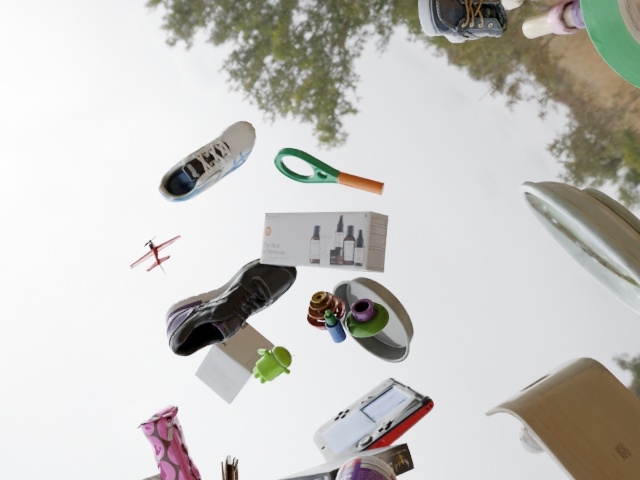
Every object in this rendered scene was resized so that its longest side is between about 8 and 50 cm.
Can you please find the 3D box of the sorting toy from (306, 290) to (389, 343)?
[{"bbox_3d":[0.024,0.080,0.647,0.061,0.102,0.042,-58,-44,-43],"label":"sorting toy"}]

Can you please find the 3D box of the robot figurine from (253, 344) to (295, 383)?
[{"bbox_3d":[-0.123,0.324,1.502,0.101,0.115,0.067,47,-173,-22],"label":"robot figurine"}]

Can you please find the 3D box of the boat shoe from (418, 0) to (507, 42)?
[{"bbox_3d":[0.203,-0.319,0.799,0.183,0.083,0.065,-18,-72,-57],"label":"boat shoe"}]

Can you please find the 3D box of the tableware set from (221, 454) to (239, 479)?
[{"bbox_3d":[-0.185,0.575,1.261,0.128,0.039,0.194,90,174,-76],"label":"tableware set"}]

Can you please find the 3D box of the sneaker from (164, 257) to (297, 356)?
[{"bbox_3d":[-0.162,0.138,1.107,0.107,0.283,0.124,62,177,-29],"label":"sneaker"}]

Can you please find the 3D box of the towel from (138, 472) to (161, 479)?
[{"bbox_3d":[-0.361,0.544,1.240,0.113,0.023,0.152,18,-179,25],"label":"towel"}]

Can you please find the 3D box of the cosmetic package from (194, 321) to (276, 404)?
[{"bbox_3d":[-0.265,0.374,1.779,0.151,0.183,0.151,39,-143,6],"label":"cosmetic package"}]

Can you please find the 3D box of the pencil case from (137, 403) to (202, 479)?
[{"bbox_3d":[-0.292,0.444,1.160,0.095,0.098,0.209,-24,-89,-48],"label":"pencil case"}]

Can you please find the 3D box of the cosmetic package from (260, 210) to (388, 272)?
[{"bbox_3d":[0.000,0.000,0.994,0.060,0.239,0.098,13,-99,-50],"label":"cosmetic package"}]

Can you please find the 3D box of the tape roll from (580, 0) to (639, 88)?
[{"bbox_3d":[0.472,-0.320,0.649,0.321,0.321,0.077,43,-134,-1],"label":"tape roll"}]

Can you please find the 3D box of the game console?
[{"bbox_3d":[0.145,0.552,1.741,0.060,0.342,0.386,53,169,-4],"label":"game console"}]

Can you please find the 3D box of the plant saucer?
[{"bbox_3d":[0.577,0.000,1.153,0.400,0.100,0.400,44,-171,-9],"label":"plant saucer"}]

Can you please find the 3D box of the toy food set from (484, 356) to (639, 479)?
[{"bbox_3d":[0.416,0.329,0.836,0.220,0.092,0.306,-16,-127,-34],"label":"toy food set"}]

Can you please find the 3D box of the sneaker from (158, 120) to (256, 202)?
[{"bbox_3d":[-0.227,-0.156,1.162,0.085,0.237,0.086,52,-174,-7],"label":"sneaker"}]

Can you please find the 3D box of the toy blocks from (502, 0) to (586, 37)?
[{"bbox_3d":[0.409,-0.555,1.002,0.309,0.288,0.260,23,-179,-21],"label":"toy blocks"}]

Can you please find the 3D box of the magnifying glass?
[{"bbox_3d":[0.015,-0.133,1.140,0.231,0.092,0.026,18,-116,14],"label":"magnifying glass"}]

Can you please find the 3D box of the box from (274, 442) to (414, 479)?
[{"bbox_3d":[0.050,0.481,1.173,0.231,0.183,0.056,2,-114,-44],"label":"box"}]

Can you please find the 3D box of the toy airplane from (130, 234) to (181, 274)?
[{"bbox_3d":[-0.410,0.036,1.416,0.151,0.151,0.028,-101,-13,-48],"label":"toy airplane"}]

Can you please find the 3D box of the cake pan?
[{"bbox_3d":[0.156,0.225,1.665,0.054,0.293,0.293,-37,-100,-30],"label":"cake pan"}]

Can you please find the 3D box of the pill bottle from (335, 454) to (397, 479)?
[{"bbox_3d":[0.061,0.434,0.895,0.108,0.108,0.193,45,-165,2],"label":"pill bottle"}]
